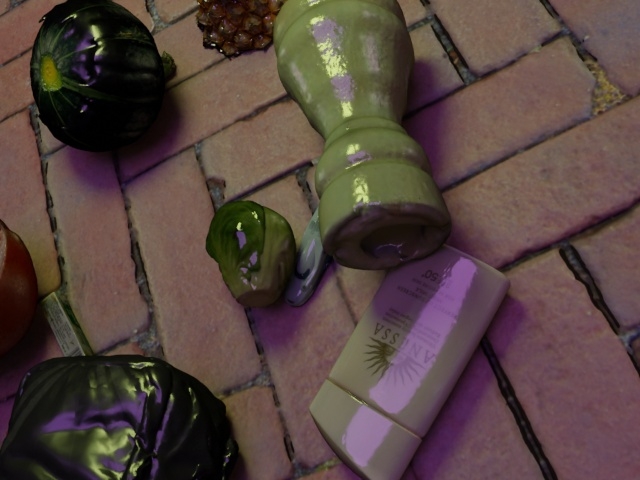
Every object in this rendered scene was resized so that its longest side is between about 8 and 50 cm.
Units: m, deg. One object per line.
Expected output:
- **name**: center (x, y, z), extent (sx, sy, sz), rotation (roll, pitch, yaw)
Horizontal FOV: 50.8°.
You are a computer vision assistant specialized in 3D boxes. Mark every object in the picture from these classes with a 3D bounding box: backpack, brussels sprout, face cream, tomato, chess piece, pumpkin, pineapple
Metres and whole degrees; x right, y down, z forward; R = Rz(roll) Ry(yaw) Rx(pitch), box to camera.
- **backpack**: center (-0.319, 0.396, 0.966), extent (0.363, 0.255, 0.446), rotation (-3, 54, 19)
- **brussels sprout**: center (-0.114, 0.014, 1.100), extent (0.145, 0.131, 0.183), rotation (-54, 49, 11)
- **face cream**: center (0.119, 0.169, 0.981), extent (0.173, 0.081, 0.348), rotation (28, 81, 30)
- **tomato**: center (-0.634, 0.109, 1.252), extent (0.338, 0.143, 0.338), rotation (-15, 62, 29)
- **chess piece**: center (0.059, -0.178, 1.038), extent (0.234, 0.234, 0.442), rotation (-17, 57, 14)
- **pumpkin**: center (-0.419, -0.320, 1.326), extent (0.295, 0.296, 0.296), rotation (-8, 66, 18)
- **pineapple**: center (-0.184, -0.531, 1.279), extent (0.262, 0.272, 0.263), rotation (-8, 66, 19)

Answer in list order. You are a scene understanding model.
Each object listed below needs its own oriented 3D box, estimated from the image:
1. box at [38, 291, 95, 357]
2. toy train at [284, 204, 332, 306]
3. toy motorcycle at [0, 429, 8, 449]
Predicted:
- **box**: center (-0.445, 0.182, 1.214), extent (0.041, 0.050, 0.207), rotation (-38, 60, -2)
- **toy train**: center (0.000, 0.000, 1.115), extent (0.052, 0.051, 0.234), rotation (24, 79, 31)
- **toy motorcycle**: center (-0.643, 0.343, 1.193), extent (0.272, 0.123, 0.182), rotation (38, 107, 31)
